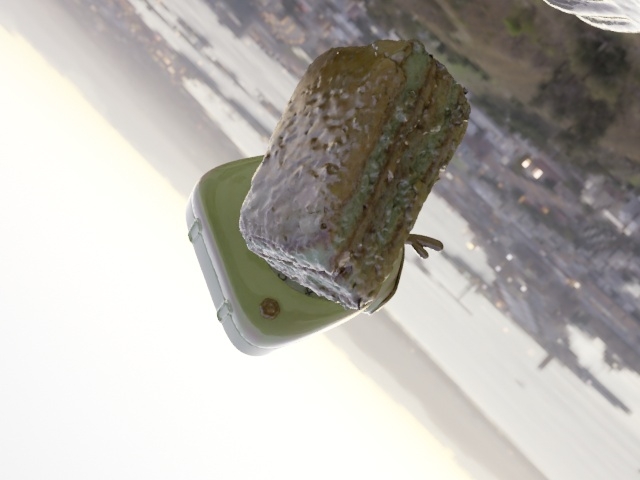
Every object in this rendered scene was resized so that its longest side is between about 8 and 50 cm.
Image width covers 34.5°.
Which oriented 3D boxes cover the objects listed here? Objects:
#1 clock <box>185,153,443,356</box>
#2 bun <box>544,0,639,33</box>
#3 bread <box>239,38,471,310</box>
[{"bbox_3d":[0.000,0.000,1.298,0.235,0.307,0.096,69,156,14],"label":"clock"},{"bbox_3d":[0.228,-0.219,0.675,0.263,0.263,0.175,49,-144,-54],"label":"bun"},{"bbox_3d":[0.021,-0.056,0.811,0.102,0.196,0.138,34,170,-31],"label":"bread"}]
